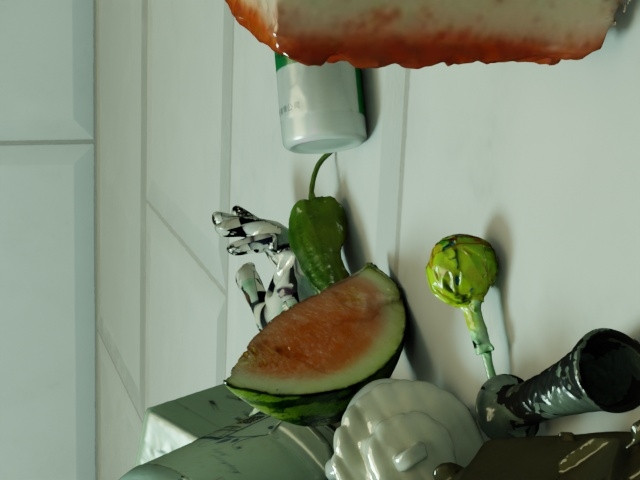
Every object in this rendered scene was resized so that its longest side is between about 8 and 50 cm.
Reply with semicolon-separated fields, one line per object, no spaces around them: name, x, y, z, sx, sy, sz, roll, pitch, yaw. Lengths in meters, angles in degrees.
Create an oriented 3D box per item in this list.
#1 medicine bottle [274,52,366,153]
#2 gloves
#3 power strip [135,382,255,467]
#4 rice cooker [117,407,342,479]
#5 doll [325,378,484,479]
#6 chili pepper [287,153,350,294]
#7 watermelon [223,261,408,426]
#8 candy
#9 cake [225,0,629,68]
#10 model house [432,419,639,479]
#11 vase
medicine bottle;-0.006;-0.226;1.315;0.095;0.095;0.260;156;112;-70
gloves;-0.053;0.034;1.477;0.127;0.111;0.212;71;179;-55
power strip;-0.109;0.271;1.563;0.140;0.224;0.139;23;110;33
rice cooker;-0.059;0.304;1.244;0.264;0.316;0.317;35;130;35
doll;0.069;0.174;1.039;0.293;0.138;0.119;91;159;-83
chili pepper;0.002;0.001;1.368;0.072;0.073;0.204;89;169;-54
watermelon;0.011;0.104;1.177;0.119;0.245;0.063;41;136;12
candy;0.135;0.088;1.023;0.062;0.058;0.194;-22;79;37
cake;0.055;-0.294;0.844;0.270;0.269;0.319;-132;44;-62
model house;0.169;0.211;0.761;0.204;0.211;0.243;45;118;3
vase;0.169;0.109;0.889;0.167;0.059;0.059;134;131;-65
